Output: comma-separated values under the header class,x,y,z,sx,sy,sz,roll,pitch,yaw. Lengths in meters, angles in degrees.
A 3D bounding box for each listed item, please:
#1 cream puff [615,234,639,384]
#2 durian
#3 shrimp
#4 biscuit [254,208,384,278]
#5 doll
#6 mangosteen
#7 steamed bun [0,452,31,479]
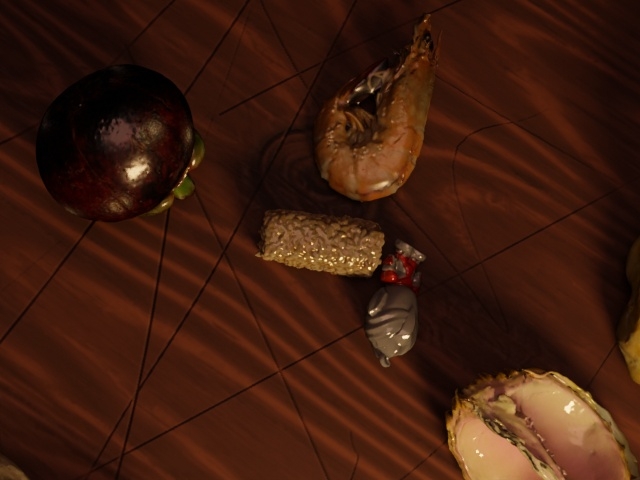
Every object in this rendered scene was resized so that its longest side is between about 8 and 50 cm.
class,x,y,z,sx,sy,sz,roll,pitch,yaw
cream puff,0.542,0.086,1.802,0.291,0.257,0.324,11,74,3
durian,0.303,0.267,1.792,0.305,0.185,0.195,43,57,4
shrimp,0.079,-0.191,1.949,0.152,0.063,0.287,14,75,12
biscuit,0.000,0.000,1.882,0.168,0.070,0.082,10,82,-3
doll,0.101,0.084,1.863,0.094,0.079,0.180,34,61,-38
mangosteen,-0.261,-0.114,1.837,0.216,0.216,0.216,1,74,-4
steamed bun,-0.403,0.374,1.673,0.268,0.207,0.280,-1,93,35
